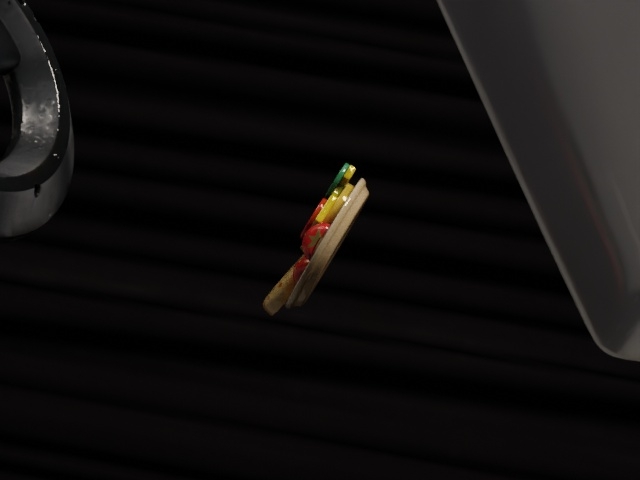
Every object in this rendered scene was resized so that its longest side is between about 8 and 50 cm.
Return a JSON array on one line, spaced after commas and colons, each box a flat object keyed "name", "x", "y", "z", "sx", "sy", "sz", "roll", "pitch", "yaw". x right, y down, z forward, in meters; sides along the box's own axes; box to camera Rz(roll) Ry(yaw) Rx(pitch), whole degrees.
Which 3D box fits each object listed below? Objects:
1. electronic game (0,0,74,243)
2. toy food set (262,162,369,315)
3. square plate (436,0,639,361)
[{"name": "electronic game", "x": -0.227, "y": -0.102, "z": 1.048, "sx": 0.229, "sy": 0.048, "sz": 0.229, "roll": 41, "pitch": 33, "yaw": -35}, {"name": "toy food set", "x": 0.000, "y": 0.000, "z": 0.965, "sx": 0.083, "sy": 0.020, "sz": 0.083, "roll": -58, "pitch": 177, "yaw": -32}, {"name": "square plate", "x": 0.206, "y": -0.073, "z": 0.727, "sx": 0.049, "sy": 0.344, "sz": 0.347, "roll": -50, "pitch": 127, "yaw": -32}]
